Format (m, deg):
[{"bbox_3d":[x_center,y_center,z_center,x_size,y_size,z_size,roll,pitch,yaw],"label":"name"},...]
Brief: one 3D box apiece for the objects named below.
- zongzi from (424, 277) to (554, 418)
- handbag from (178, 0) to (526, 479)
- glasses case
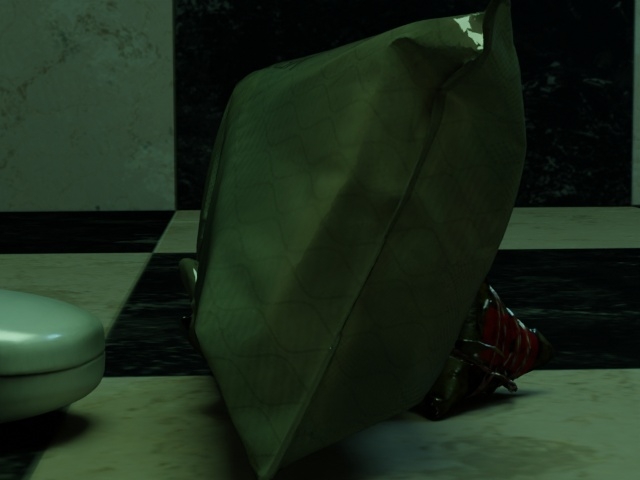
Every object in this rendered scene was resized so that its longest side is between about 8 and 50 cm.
[{"bbox_3d":[0.059,0.052,0.607,0.067,0.073,0.083,2,-35,22],"label":"zongzi"},{"bbox_3d":[0.000,0.000,0.570,0.117,0.182,0.270,28,-3,-10],"label":"handbag"},{"bbox_3d":[-0.204,0.046,0.567,0.233,0.059,0.092,-1,6,8],"label":"glasses case"}]
